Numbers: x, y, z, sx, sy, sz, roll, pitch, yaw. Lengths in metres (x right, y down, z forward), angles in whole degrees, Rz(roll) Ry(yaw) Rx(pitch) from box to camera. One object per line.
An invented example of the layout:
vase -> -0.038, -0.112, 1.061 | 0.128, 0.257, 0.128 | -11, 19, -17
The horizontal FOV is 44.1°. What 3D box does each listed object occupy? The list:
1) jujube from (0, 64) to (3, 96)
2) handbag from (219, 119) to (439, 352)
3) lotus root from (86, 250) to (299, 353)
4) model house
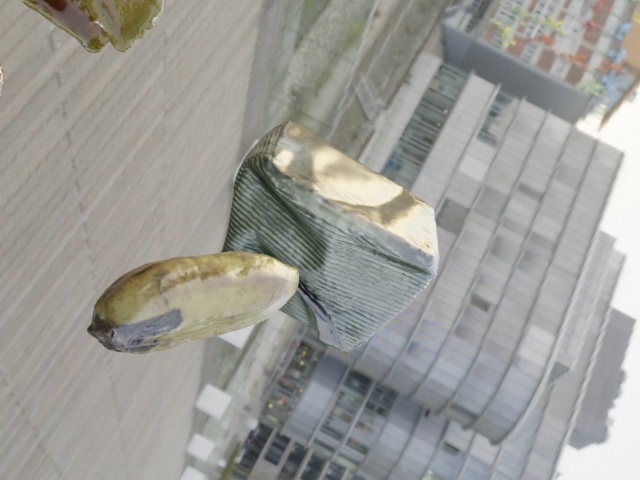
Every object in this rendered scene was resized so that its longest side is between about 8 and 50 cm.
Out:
jujube -> -0.528, -0.240, 1.221 | 0.077, 0.077, 0.129 | 112, -32, -58
handbag -> 0.000, 0.000, 1.251 | 0.240, 0.340, 0.247 | -55, -169, 24
lotus root -> -0.146, 0.067, 0.919 | 0.258, 0.097, 0.110 | -9, 147, -34
model house -> -0.304, -0.329, 0.959 | 0.173, 0.268, 0.239 | -31, 152, -31
